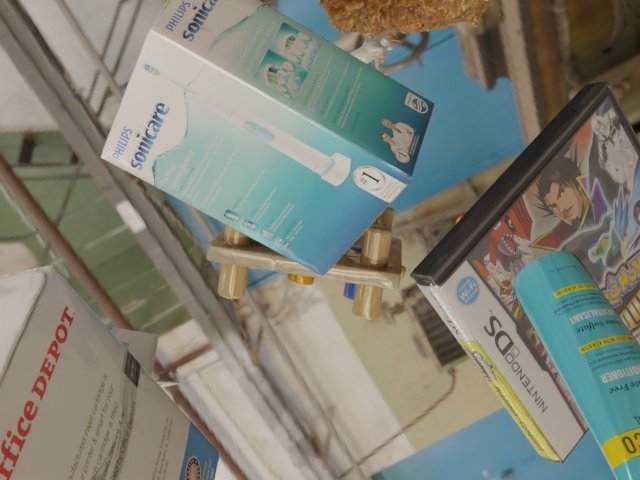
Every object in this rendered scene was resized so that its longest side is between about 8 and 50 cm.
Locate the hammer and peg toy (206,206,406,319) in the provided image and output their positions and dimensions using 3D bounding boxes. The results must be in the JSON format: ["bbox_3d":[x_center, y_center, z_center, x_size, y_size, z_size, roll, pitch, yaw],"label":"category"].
[{"bbox_3d":[0.000,0.000,1.246,0.361,0.266,0.127,-59,-23,-78],"label":"hammer and peg toy"}]

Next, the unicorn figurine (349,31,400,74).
[{"bbox_3d":[0.087,-0.342,1.591,0.060,0.162,0.111,72,179,-49],"label":"unicorn figurine"}]

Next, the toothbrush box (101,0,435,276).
[{"bbox_3d":[-0.062,-0.120,0.928,0.296,0.216,0.126,27,-129,-9],"label":"toothbrush box"}]

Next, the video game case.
[{"bbox_3d":[0.242,0.031,0.811,0.248,0.275,0.035,53,159,-22],"label":"video game case"}]

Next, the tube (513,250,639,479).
[{"bbox_3d":[0.194,0.097,0.553,0.052,0.080,0.207,89,164,-47],"label":"tube"}]

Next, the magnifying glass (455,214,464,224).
[{"bbox_3d":[0.341,0.026,1.573,0.231,0.026,0.092,40,135,31],"label":"magnifying glass"}]

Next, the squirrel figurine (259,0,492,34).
[{"bbox_3d":[0.033,-0.404,1.192,0.397,0.371,0.281,40,-138,-40],"label":"squirrel figurine"}]

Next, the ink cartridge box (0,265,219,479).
[{"bbox_3d":[-0.290,0.263,0.925,0.285,0.166,0.395,-81,-28,-43],"label":"ink cartridge box"}]

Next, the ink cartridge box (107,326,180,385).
[{"bbox_3d":[-0.292,0.154,1.144,0.115,0.198,0.067,155,125,-63],"label":"ink cartridge box"}]
